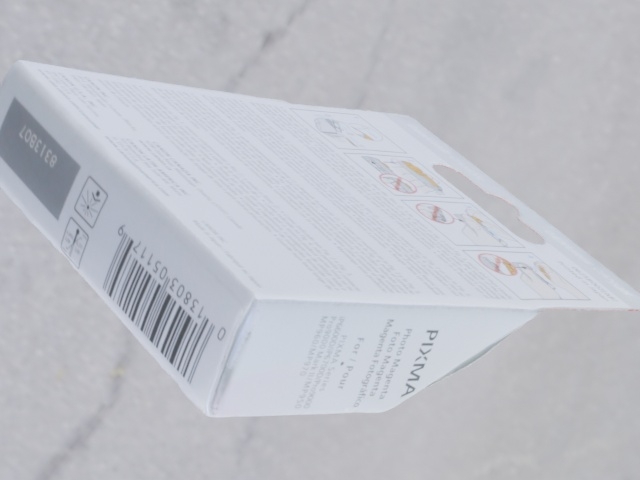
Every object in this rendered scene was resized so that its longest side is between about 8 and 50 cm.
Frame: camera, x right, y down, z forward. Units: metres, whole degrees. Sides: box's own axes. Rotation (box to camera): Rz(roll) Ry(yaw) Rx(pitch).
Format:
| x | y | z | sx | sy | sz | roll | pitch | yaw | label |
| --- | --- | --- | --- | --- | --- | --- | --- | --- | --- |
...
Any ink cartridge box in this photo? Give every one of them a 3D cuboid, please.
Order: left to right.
| x | y | z | sx | sy | sz | roll | pitch | yaw | label |
| --- | --- | --- | --- | --- | --- | --- | --- | --- | --- |
| 0.000 | 0.000 | 0.804 | 0.232 | 0.189 | 0.066 | 9 | 115 | -44 | ink cartridge box |
